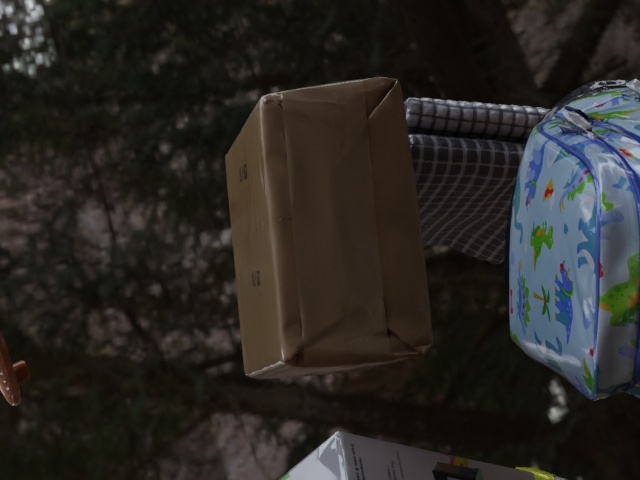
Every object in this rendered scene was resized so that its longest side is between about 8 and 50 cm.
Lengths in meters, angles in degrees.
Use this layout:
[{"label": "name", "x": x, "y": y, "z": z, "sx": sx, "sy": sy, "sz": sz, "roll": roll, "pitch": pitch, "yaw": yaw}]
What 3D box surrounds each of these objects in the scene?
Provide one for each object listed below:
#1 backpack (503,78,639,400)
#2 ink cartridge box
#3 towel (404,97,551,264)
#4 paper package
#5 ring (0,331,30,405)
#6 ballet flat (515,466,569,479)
[{"label": "backpack", "x": 0.281, "y": 0.015, "z": 1.141, "sx": 0.273, "sy": 0.355, "sz": 0.290, "roll": 0, "pitch": -76, "yaw": -26}, {"label": "ink cartridge box", "x": 0.083, "y": 0.324, "z": 1.456, "sx": 0.278, "sy": 0.117, "sz": 0.201, "roll": 17, "pitch": -44, "yaw": -31}, {"label": "towel", "x": 0.176, "y": -0.069, "z": 1.710, "sx": 0.235, "sy": 0.121, "sz": 0.283, "roll": 1, "pitch": -23, "yaw": -15}, {"label": "paper package", "x": 0.000, "y": 0.000, "z": 1.541, "sx": 0.168, "sy": 0.309, "sz": 0.325, "roll": -4, "pitch": -8, "yaw": -11}, {"label": "ring", "x": -0.394, "y": 0.025, "z": 1.475, "sx": 0.032, "sy": 0.336, "sz": 0.336, "roll": -23, "pitch": -31, "yaw": -19}, {"label": "ballet flat", "x": 0.323, "y": 0.341, "z": 1.597, "sx": 0.077, "sy": 0.231, "sz": 0.077, "roll": -44, "pitch": -40, "yaw": 8}]
